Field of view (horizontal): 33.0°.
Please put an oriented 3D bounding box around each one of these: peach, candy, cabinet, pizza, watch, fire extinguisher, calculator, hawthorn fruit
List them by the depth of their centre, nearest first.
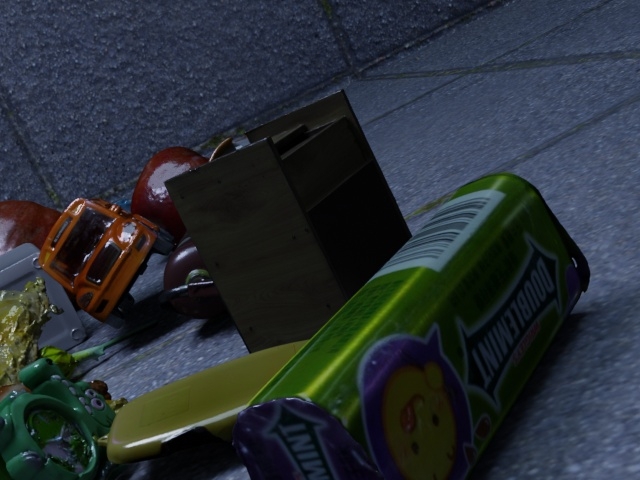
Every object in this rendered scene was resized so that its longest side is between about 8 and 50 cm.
[{"bbox_3d":[-0.083,0.140,0.949,0.236,0.033,0.157,-17,13,-3],"label":"calculator"},{"bbox_3d":[-0.266,0.210,0.957,0.152,0.131,0.165,-41,12,17],"label":"watch"},{"bbox_3d":[-0.025,-0.015,1.122,0.148,0.215,0.175,-18,14,33],"label":"cabinet"},{"bbox_3d":[-0.439,0.154,1.390,0.280,0.075,0.288,-24,33,35],"label":"pizza"},{"bbox_3d":[-0.132,0.035,1.391,0.141,0.105,0.341,-18,9,0],"label":"fire extinguisher"},{"bbox_3d":[-0.296,0.143,1.425,0.194,0.058,0.062,-23,21,-34],"label":"candy"},{"bbox_3d":[-0.521,0.045,1.853,0.232,0.232,0.257,-25,6,3],"label":"peach"},{"bbox_3d":[-0.253,-0.058,1.909,0.202,0.185,0.185,-49,20,-20],"label":"hawthorn fruit"}]

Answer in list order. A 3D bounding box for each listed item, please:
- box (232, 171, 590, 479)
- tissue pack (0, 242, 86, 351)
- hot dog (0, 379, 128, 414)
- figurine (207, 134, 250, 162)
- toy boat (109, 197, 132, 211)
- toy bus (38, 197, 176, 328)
[{"bbox_3d":[0.082,0.074,0.737,0.097,0.134,0.345,-22,11,37],"label":"box"},{"bbox_3d":[-0.496,0.130,1.606,0.246,0.159,0.136,-29,14,-17],"label":"tissue pack"},{"bbox_3d":[-0.308,0.192,1.092,0.261,0.093,0.123,-23,2,11],"label":"hot dog"},{"bbox_3d":[-0.088,-0.077,1.432,0.143,0.143,0.271,-26,12,-1],"label":"figurine"},{"bbox_3d":[-0.371,-0.035,2.201,0.237,0.109,0.098,-12,-2,37],"label":"toy boat"},{"bbox_3d":[-0.303,0.018,1.524,0.143,0.153,0.329,-58,9,-1],"label":"toy bus"}]
